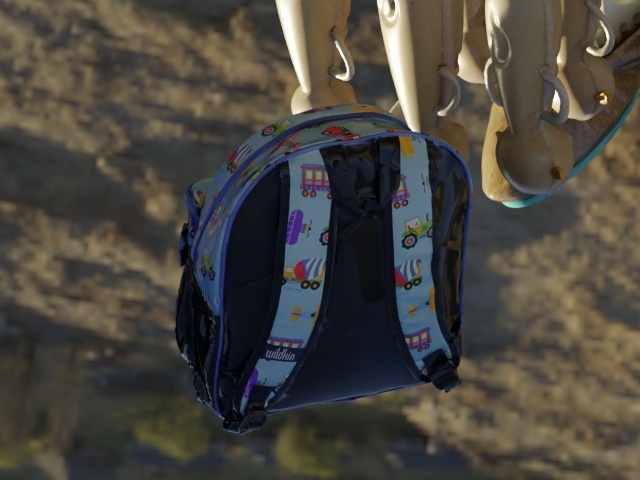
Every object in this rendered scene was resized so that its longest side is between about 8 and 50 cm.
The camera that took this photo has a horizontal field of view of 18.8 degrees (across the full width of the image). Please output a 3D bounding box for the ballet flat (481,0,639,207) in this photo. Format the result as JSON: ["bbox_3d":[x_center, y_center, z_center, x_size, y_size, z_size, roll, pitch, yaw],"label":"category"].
[{"bbox_3d":[0.234,-0.177,1.588,0.116,0.342,0.124,23,150,53],"label":"ballet flat"}]

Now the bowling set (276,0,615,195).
[{"bbox_3d":[0.115,-0.124,1.141,0.199,0.154,0.287,-19,-153,-24],"label":"bowling set"}]

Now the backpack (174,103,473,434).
[{"bbox_3d":[0.000,0.000,1.039,0.158,0.117,0.173,-10,129,-17],"label":"backpack"}]
